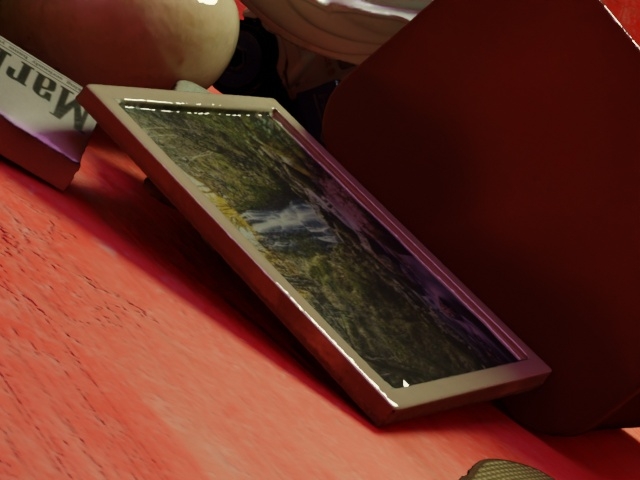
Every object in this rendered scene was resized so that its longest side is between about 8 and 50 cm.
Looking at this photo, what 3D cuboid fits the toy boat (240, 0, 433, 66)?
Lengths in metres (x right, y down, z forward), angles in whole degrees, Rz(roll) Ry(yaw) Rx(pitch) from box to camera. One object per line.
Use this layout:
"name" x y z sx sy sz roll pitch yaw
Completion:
"toy boat" 0.011 -0.236 1.430 0.290 0.100 0.199 32 48 21

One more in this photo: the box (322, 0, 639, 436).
"box" 0.208 -0.027 1.305 0.339 0.239 0.229 56 16 22

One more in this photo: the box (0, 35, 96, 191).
"box" -0.238 -0.112 1.136 0.177 0.036 0.115 32 25 -14

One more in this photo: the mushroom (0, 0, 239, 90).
"mushroom" -0.168 -0.194 1.333 0.206 0.209 0.206 2 29 -1

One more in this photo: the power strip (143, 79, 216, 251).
"power strip" -0.050 -0.022 1.230 0.198 0.064 0.213 30 22 -12

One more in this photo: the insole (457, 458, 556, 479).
"insole" 0.113 0.158 0.976 0.086 0.005 0.253 34 11 23

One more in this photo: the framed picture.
"framed picture" 0.000 0.000 1.145 0.324 0.020 0.240 47 24 24

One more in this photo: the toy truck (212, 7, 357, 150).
"toy truck" 0.008 -0.134 1.528 0.161 0.177 0.213 -4 76 -66
